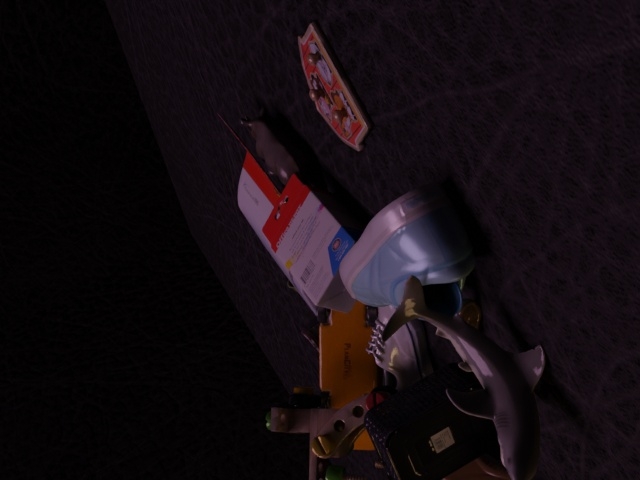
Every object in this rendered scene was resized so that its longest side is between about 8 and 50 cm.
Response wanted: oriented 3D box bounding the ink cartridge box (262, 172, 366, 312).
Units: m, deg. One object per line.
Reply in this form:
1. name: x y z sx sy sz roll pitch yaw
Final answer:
1. ink cartridge box: 0.000 0.000 1.801 0.078 0.134 0.231 15 -156 -38

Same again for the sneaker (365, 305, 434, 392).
1. sneaker: 0.123 0.169 1.780 0.094 0.091 0.258 46 160 55

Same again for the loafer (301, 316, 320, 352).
1. loafer: 0.056 0.302 2.382 0.302 0.095 0.109 63 169 -6

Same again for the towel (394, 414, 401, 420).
1. towel: 0.217 0.479 2.007 0.370 0.040 0.271 63 -179 40

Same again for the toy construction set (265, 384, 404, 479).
1. toy construction set: 0.000 0.372 1.751 0.309 0.237 0.257 -37 -51 -64

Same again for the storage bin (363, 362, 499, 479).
1. storage bin: 0.172 0.284 1.608 0.084 0.180 0.122 38 153 63

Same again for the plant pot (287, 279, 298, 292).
1. plant pot: -0.015 0.102 2.307 0.079 0.083 0.083 53 173 -24

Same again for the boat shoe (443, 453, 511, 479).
1. boat shoe: 0.277 0.395 1.669 0.277 0.098 0.096 45 -171 32

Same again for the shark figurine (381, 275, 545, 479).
1. shark figurine: 0.213 0.144 1.308 0.278 0.166 0.116 52 131 6

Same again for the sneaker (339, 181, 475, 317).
1. sneaker: 0.118 0.057 1.429 0.366 0.135 0.150 100 146 -72

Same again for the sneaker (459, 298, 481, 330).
1. sneaker: 0.189 0.103 1.463 0.067 0.042 0.118 50 166 36

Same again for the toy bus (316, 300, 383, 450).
1. toy bus: 0.058 0.217 1.919 0.130 0.108 0.332 -58 -31 -69

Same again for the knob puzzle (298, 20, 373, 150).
1. knob puzzle: 0.008 -0.213 1.559 0.213 0.030 0.213 58 168 19

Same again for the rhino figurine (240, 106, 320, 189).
1. rhino figurine: -0.079 -0.166 1.940 0.243 0.073 0.106 51 170 40

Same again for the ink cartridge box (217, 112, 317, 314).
1. ink cartridge box: -0.092 -0.034 2.099 0.308 0.091 0.385 52 177 43
